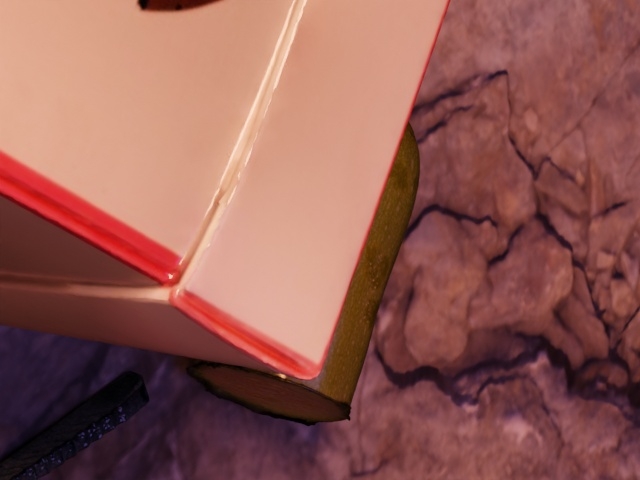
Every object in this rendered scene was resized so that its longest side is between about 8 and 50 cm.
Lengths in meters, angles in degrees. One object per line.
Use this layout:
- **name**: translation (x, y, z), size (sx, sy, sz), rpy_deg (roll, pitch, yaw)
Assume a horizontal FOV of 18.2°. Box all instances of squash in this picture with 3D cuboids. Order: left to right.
- **squash**: translation (0.000, 0.000, 1.092), size (0.095, 0.095, 0.188), rpy_deg (33, 69, -43)

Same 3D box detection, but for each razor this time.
- **razor**: translation (-0.153, 0.117, 0.992), size (0.190, 0.033, 0.066), rpy_deg (-38, 121, -43)

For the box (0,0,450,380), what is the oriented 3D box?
- **box**: translation (-0.147, -0.155, 0.756), size (0.300, 0.312, 0.314), rpy_deg (32, 71, -42)
